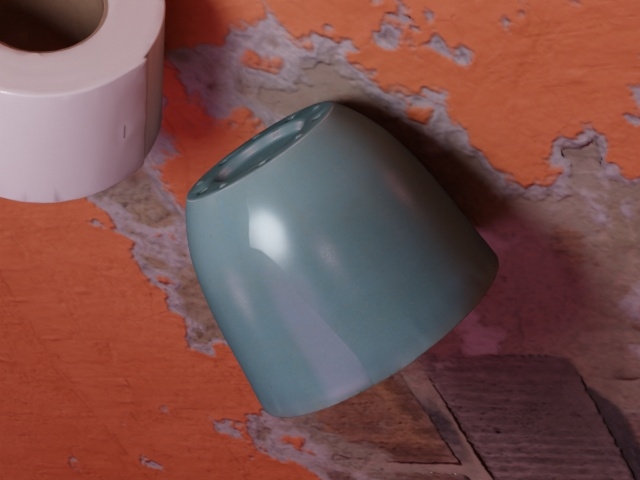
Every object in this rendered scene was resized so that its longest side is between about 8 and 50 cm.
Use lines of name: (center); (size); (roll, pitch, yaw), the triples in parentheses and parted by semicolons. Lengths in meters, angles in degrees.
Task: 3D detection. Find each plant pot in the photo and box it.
plant pot: (0.000, 0.000, 1.780); (0.293, 0.293, 0.235); (-19, 109, 45)

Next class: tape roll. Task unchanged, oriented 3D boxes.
tape roll: (-0.279, -0.182, 1.739); (0.246, 0.246, 0.169); (21, 144, 7)
